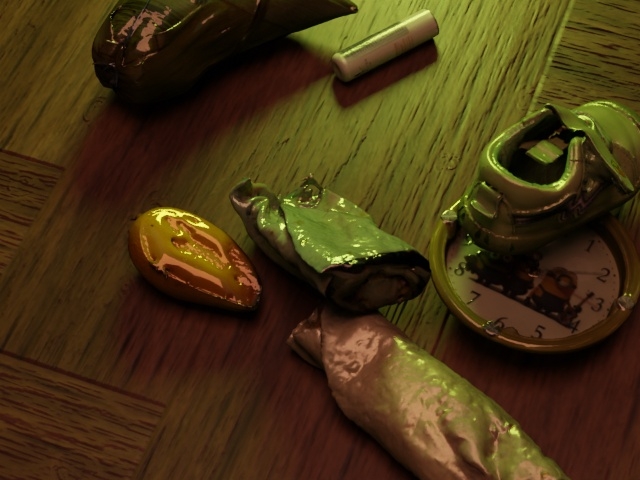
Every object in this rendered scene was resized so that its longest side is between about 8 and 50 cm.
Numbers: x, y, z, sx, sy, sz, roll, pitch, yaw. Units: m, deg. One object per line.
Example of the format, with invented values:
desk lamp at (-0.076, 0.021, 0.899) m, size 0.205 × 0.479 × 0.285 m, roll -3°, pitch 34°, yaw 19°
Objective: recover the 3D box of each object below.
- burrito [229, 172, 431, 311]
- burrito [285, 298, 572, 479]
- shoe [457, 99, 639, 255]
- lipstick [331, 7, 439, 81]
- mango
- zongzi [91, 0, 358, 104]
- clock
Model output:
burrito at (0.000, 0.000, 1.521) m, size 0.144 × 0.089 × 0.229 m, roll -3°, pitch 27°, yaw -37°
burrito at (0.116, 0.187, 1.418) m, size 0.117 × 0.076 × 0.392 m, roll -41°, pitch 61°, yaw -16°
shoe at (0.267, -0.075, 1.508) m, size 0.262 × 0.128 × 0.140 m, roll -32°, pitch 73°, yaw -22°
lipstick at (0.080, -0.244, 1.730) m, size 0.141 × 0.040 × 0.040 m, roll -28°, pitch 59°, yaw -14°
mango at (-0.141, 0.023, 1.549) m, size 0.187 × 0.066 × 0.101 m, roll 29°, pitch 54°, yaw 15°
zongzi at (-0.120, -0.250, 1.699) m, size 0.274 × 0.125 × 0.251 m, roll 21°, pitch 59°, yaw 10°
clock at (0.233, 0.036, 1.521) m, size 0.237 × 0.057 × 0.237 m, roll 1°, pitch 53°, yaw -1°
